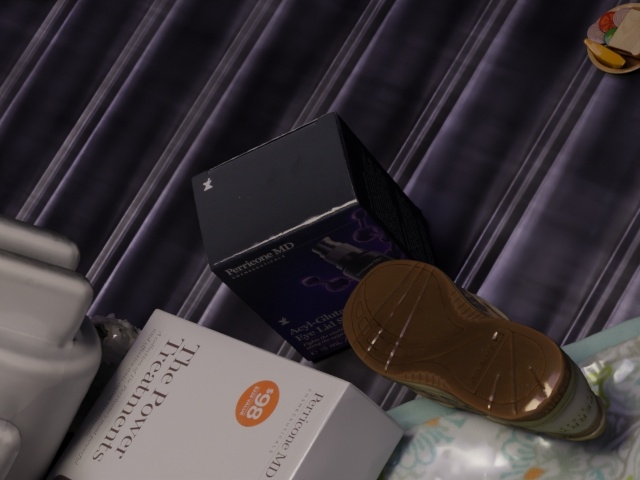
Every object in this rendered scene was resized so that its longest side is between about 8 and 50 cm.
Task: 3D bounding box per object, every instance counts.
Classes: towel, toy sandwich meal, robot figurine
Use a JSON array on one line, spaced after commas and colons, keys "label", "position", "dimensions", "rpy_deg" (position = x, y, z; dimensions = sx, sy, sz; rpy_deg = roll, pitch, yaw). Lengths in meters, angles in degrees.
[{"label": "towel", "position": [0.174, 0.252, 1.631], "dimensions": [0.374, 0.090, 0.320], "rpy_deg": [-24, 49, 17]}, {"label": "toy sandwich meal", "position": [0.287, -0.193, 1.869], "dimensions": [0.086, 0.029, 0.085], "rpy_deg": [-14, 58, 23]}, {"label": "robot figurine", "position": [-0.328, 0.149, 1.798], "dimensions": [0.353, 0.200, 0.300], "rpy_deg": [-63, 23, 18]}]

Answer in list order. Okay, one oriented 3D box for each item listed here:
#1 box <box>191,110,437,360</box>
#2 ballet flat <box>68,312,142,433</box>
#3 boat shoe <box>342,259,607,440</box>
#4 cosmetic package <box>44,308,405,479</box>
[{"label": "box", "position": [0.000, 0.000, 1.812], "dimensions": [0.153, 0.207, 0.108], "rpy_deg": [-25, 54, 16]}, {"label": "ballet flat", "position": [-0.325, 0.110, 1.988], "dimensions": [0.409, 0.147, 0.147], "rpy_deg": [0, 64, 31]}, {"label": "boat shoe", "position": [0.121, 0.099, 1.671], "dimensions": [0.104, 0.089, 0.285], "rpy_deg": [-55, 38, -2]}, {"label": "cosmetic package", "position": [-0.135, 0.264, 1.718], "dimensions": [0.284, 0.097, 0.377], "rpy_deg": [17, 70, 46]}]
